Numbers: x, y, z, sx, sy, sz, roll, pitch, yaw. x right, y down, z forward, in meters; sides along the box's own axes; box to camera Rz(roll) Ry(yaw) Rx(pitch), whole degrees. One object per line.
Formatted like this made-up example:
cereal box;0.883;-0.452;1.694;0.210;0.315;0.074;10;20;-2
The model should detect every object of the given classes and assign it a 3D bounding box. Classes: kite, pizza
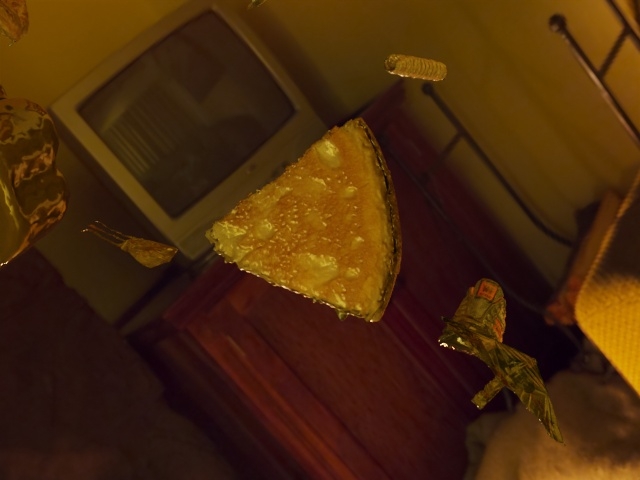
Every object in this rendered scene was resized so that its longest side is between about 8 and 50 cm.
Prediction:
kite;-0.486;0.005;2.121;0.141;0.245;0.015;-39;-33;-65
pizza;0.032;-0.005;1.808;0.435;0.392;0.080;-40;-8;-4
kite;0.352;0.263;1.611;0.314;0.335;0.011;-13;-37;-55

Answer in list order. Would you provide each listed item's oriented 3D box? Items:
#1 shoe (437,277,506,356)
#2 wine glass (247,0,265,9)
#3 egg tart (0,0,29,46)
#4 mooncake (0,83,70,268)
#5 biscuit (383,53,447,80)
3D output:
shoe;0.377;0.175;1.960;0.336;0.132;0.171;3;-78;-69
wine glass;-0.198;-0.646;1.970;0.066;0.198;0.066;-24;31;15
egg tart;-0.722;-0.562;1.729;0.132;0.341;0.341;-19;11;2
mooncake;-0.816;-0.146;1.952;0.467;0.467;0.262;-34;7;32
biscuit;0.253;-0.448;2.172;0.219;0.061;0.055;-3;-63;-42
